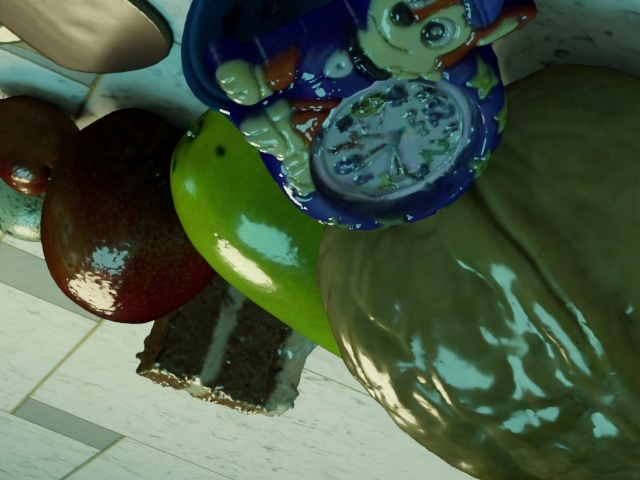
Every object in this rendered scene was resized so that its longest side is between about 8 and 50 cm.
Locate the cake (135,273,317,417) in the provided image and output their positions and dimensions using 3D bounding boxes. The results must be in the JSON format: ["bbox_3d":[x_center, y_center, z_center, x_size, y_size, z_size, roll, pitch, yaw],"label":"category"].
[{"bbox_3d":[-0.084,0.091,1.761,0.147,0.135,0.134,21,170,-12],"label":"cake"}]

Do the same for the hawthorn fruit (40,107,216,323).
[{"bbox_3d":[-0.157,-0.008,1.515,0.169,0.169,0.188,22,133,-6],"label":"hawthorn fruit"}]

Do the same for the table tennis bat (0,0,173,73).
[{"bbox_3d":[-0.218,-0.166,1.403,0.247,0.022,0.138,-2,151,40],"label":"table tennis bat"}]

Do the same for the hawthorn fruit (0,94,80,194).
[{"bbox_3d":[-0.250,-0.088,1.557,0.093,0.081,0.081,46,163,12],"label":"hawthorn fruit"}]

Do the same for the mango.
[{"bbox_3d":[0.000,0.000,1.416,0.175,0.143,0.293,11,150,50],"label":"mango"}]

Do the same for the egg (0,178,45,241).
[{"bbox_3d":[-0.263,-0.042,1.658,0.110,0.085,0.085,11,158,26],"label":"egg"}]

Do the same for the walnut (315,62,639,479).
[{"bbox_3d":[0.153,0.024,1.202,0.277,0.252,0.313,-11,140,34],"label":"walnut"}]

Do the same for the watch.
[{"bbox_3d":[0.018,-0.123,1.069,0.196,0.200,0.171,-33,133,7],"label":"watch"}]
